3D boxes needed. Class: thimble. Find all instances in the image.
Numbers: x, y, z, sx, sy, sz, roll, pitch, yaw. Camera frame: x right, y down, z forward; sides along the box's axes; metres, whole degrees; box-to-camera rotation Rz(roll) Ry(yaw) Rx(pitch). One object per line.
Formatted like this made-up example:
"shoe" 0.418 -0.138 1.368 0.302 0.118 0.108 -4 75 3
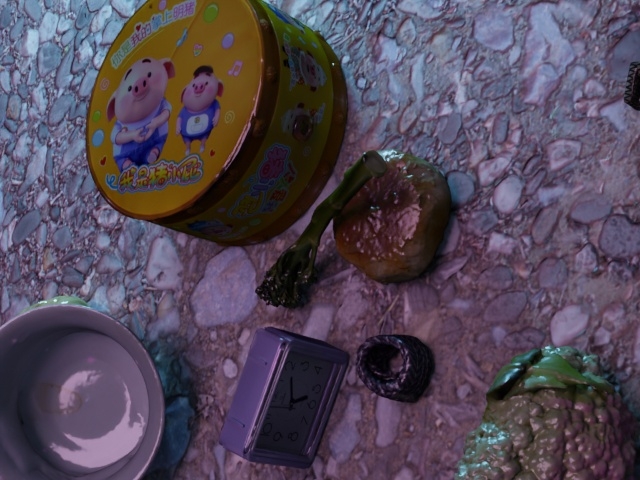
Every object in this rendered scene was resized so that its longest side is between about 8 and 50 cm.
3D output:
"thimble" 0.105 0.177 1.739 0.095 0.066 0.104 -55 48 17

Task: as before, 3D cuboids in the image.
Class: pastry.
"pastry" 0.104 -0.035 1.787 0.182 0.093 0.192 31 99 41

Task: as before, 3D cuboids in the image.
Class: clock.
"clock" -0.054 0.234 1.809 0.073 0.145 0.193 20 91 43

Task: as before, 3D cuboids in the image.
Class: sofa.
"sofa" 0.455 -0.199 1.563 0.118 0.039 0.060 5 81 43

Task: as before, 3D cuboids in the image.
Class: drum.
"drum" -0.174 -0.206 2.007 0.431 0.214 0.431 -13 69 37

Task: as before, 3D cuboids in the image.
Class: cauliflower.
"cauliflower" 0.270 0.260 1.509 0.315 0.239 0.256 121 158 -59

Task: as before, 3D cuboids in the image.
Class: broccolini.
"broccolini" 0.004 -0.002 1.783 0.079 0.074 0.392 -56 4 -35

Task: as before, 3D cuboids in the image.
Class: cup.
"cup" -0.409 0.277 2.054 0.347 0.163 0.347 0 89 9

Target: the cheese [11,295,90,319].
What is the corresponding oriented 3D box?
"cheese" -0.487 0.217 2.228 0.214 0.117 0.225 -18 71 33
